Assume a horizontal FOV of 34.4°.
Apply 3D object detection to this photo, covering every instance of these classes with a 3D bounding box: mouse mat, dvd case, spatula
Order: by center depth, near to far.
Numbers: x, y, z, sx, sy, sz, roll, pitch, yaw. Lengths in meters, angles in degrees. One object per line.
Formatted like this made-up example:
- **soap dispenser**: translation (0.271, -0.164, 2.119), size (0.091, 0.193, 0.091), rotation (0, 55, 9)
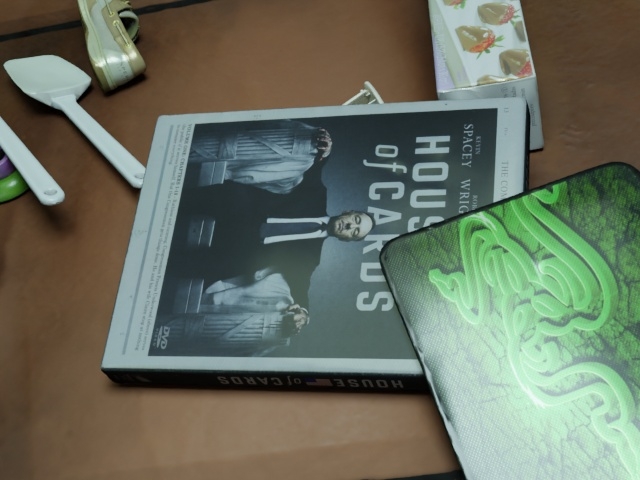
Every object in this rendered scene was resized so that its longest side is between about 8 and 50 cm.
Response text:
- **mouse mat**: translation (0.128, 0.054, 0.523), size (0.152, 0.007, 0.190), rotation (-20, 59, -1)
- **dvd case**: translation (0.000, 0.000, 0.609), size (0.238, 0.029, 0.179), rotation (-1, 61, 17)
- **spatula**: translation (-0.230, -0.080, 0.762), size (0.168, 0.019, 0.242), rotation (-17, 36, -29)

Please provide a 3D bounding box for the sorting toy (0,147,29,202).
- **sorting toy**: translation (-0.264, -0.054, 0.765), size (0.102, 0.042, 0.061), rotation (-4, 46, 13)

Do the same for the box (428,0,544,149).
- **box**: translation (0.111, -0.188, 0.763), size (0.063, 0.067, 0.324), rotation (-8, 46, 10)

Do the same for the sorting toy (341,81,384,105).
- **sorting toy**: translation (0.019, -0.048, 0.673), size (0.083, 0.045, 0.075), rotation (-34, 56, -2)

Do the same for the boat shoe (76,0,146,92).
- **boat shoe**: translation (-0.172, -0.175, 0.855), size (0.045, 0.050, 0.135), rotation (-17, 54, -4)
